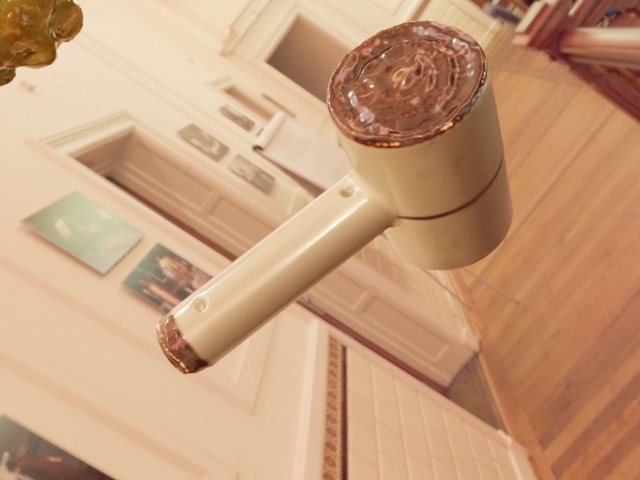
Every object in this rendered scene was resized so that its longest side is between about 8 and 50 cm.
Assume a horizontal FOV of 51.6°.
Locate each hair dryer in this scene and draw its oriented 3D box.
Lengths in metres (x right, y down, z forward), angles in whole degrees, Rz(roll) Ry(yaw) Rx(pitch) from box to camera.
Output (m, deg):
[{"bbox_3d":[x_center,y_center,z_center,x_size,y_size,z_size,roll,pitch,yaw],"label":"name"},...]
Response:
[{"bbox_3d":[0.000,0.000,0.563,0.362,0.128,0.203,-38,-36,-3],"label":"hair dryer"}]

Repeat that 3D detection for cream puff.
[{"bbox_3d":[-0.426,-0.272,0.790,0.282,0.281,0.185,-73,-5,-64],"label":"cream puff"}]
